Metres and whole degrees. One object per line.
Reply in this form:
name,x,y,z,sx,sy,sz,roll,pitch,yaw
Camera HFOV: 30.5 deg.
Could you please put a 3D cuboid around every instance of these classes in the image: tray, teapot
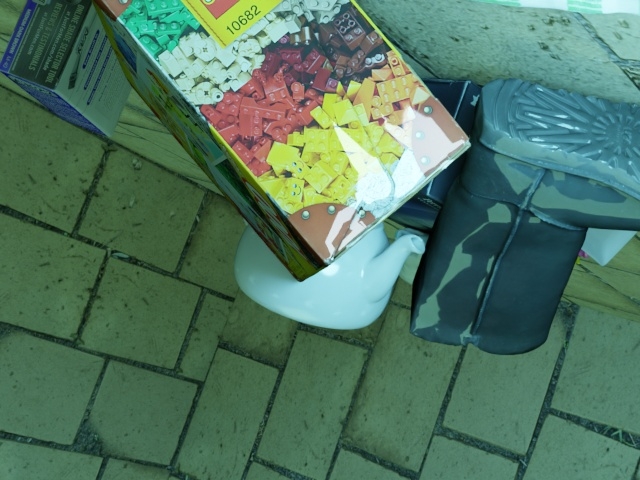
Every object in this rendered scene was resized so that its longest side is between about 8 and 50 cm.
tray,0.425,-0.053,1.751,0.030,0.145,0.270,49,-169,32
teapot,0.000,0.000,1.710,0.256,0.187,0.252,14,-164,-7

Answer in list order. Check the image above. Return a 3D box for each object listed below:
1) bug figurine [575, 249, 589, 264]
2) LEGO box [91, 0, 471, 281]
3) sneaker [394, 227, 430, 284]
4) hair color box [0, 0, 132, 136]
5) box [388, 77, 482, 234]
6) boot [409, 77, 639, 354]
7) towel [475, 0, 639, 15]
bug figurine,0.443,0.019,2.249,0.216,0.072,0.279,-8,176,1
LEGO box,-0.059,-0.157,1.357,0.372,0.193,0.500,49,174,1
sneaker,0.152,0.015,1.871,0.094,0.080,0.212,32,167,-10
hair color box,-0.400,-0.304,1.948,0.110,0.185,0.339,21,174,6
box,0.184,-0.111,1.766,0.296,0.183,0.294,24,172,-38
boot,0.323,0.019,1.526,0.367,0.146,0.445,21,140,7
towel,0.189,-0.257,1.029,0.324,0.038,0.248,17,173,30
